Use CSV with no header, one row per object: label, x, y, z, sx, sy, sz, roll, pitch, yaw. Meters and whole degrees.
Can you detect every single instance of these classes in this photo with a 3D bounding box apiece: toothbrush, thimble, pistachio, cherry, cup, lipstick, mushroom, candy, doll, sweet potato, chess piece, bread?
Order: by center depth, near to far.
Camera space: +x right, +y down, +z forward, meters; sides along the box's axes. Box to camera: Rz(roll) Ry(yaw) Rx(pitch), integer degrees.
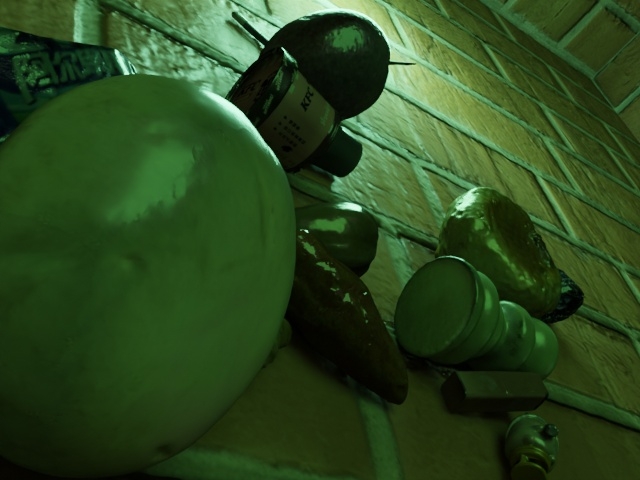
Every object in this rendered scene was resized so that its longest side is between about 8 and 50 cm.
mushroom,-0.172,0.024,0.605,0.356,0.315,0.315,9,43,-31
candy,-0.297,-0.173,0.934,0.331,0.077,0.187,-5,56,-56
sweet potato,0.026,0.094,0.951,0.251,0.097,0.097,51,27,-13
pistachio,0.000,0.000,1.039,0.186,0.108,0.126,2,24,-40
doll,0.284,0.263,1.052,0.073,0.084,0.127,32,32,0
lipstick,0.237,0.205,1.080,0.146,0.045,0.045,5,46,-28
chess piece,0.241,0.133,1.129,0.251,0.144,0.144,28,32,-34
cup,0.013,-0.151,1.292,0.077,0.078,0.100,30,1,-31
bread,0.286,0.031,1.316,0.245,0.134,0.244,33,31,-23
cherry,0.006,-0.285,1.317,0.266,0.213,0.183,-10,84,-40
thimble,0.413,0.097,1.417,0.105,0.095,0.066,0,46,-31
toothbrush,-0.055,-0.330,1.489,0.288,0.026,0.024,40,12,-2

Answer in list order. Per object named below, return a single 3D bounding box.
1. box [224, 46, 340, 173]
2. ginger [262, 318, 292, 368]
box,-0.058,-0.182,1.172,0.135,0.151,0.151,39,28,-26
ginger,-0.108,0.038,0.848,0.216,0.102,0.157,53,23,-3
